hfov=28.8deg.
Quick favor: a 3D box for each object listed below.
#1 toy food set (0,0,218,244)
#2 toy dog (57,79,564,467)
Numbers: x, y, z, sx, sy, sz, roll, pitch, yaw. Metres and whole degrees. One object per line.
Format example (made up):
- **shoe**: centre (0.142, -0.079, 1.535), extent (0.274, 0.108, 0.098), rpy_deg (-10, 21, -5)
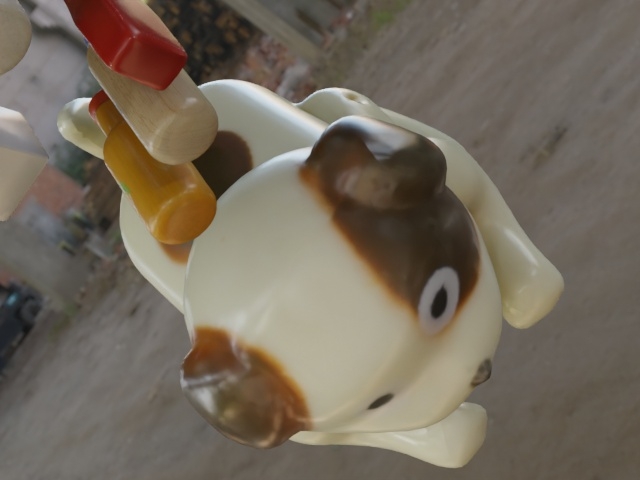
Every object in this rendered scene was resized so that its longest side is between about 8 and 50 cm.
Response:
- **toy food set**: centre (-0.137, -0.083, 0.593), extent (0.111, 0.232, 0.104), rpy_deg (-52, 54, 19)
- **toy dog**: centre (0.000, 0.000, 0.929), extent (0.284, 0.395, 0.408), rpy_deg (-49, 17, 2)
